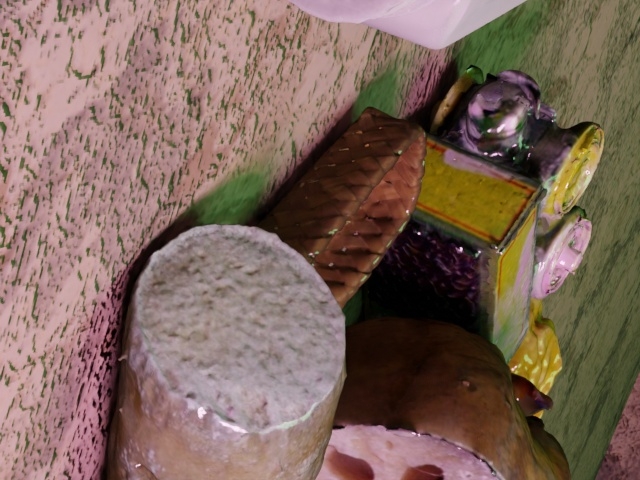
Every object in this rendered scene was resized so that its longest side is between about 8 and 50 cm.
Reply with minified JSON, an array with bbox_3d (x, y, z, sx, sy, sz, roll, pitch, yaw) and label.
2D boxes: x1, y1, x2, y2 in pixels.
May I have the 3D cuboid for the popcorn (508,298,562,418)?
[{"bbox_3d":[0.124,0.121,1.414,0.194,0.140,0.163,-48,150,-34],"label":"popcorn"}]

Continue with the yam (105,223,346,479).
[{"bbox_3d":[-0.076,0.158,0.972,0.133,0.133,0.330,-38,151,-52],"label":"yam"}]

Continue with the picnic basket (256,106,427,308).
[{"bbox_3d":[0.000,0.000,1.066,0.193,0.055,0.110,-51,159,-35],"label":"picnic basket"}]

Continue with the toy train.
[{"bbox_3d":[0.123,-0.010,1.253,0.177,0.134,0.261,-54,158,-28],"label":"toy train"}]

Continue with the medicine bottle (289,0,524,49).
[{"bbox_3d":[0.083,-0.212,0.928,0.324,0.124,0.179,-38,146,-55],"label":"medicine bottle"}]

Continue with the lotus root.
[{"bbox_3d":[0.067,0.157,1.188,0.272,0.272,0.192,94,16,-46],"label":"lotus root"}]
